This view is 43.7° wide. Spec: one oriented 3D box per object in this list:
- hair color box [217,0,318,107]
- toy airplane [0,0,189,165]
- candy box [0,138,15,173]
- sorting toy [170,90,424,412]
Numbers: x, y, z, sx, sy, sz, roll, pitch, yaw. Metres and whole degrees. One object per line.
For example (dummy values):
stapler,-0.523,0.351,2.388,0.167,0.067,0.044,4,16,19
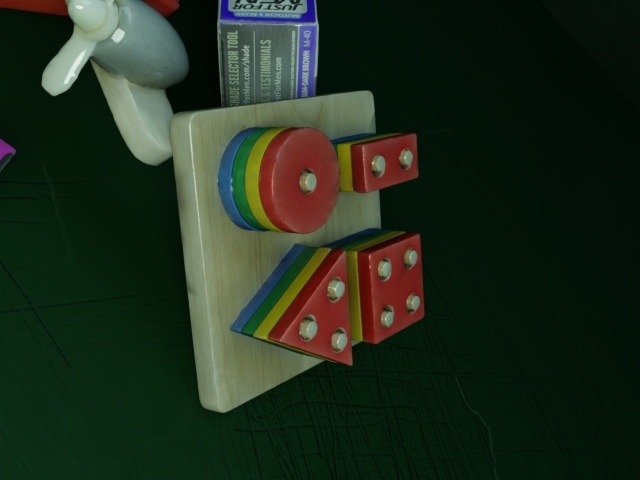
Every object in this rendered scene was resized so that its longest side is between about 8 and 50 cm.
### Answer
hair color box,-0.062,-0.279,0.947,0.110,0.185,0.338,1,50,-3
toy airplane,-0.230,-0.288,0.712,0.386,0.272,0.384,38,37,-19
candy box,-0.335,-0.024,0.532,0.159,0.071,0.233,37,37,-17
sorting toy,0.000,0.000,0.734,0.255,0.089,0.257,-19,110,-49
